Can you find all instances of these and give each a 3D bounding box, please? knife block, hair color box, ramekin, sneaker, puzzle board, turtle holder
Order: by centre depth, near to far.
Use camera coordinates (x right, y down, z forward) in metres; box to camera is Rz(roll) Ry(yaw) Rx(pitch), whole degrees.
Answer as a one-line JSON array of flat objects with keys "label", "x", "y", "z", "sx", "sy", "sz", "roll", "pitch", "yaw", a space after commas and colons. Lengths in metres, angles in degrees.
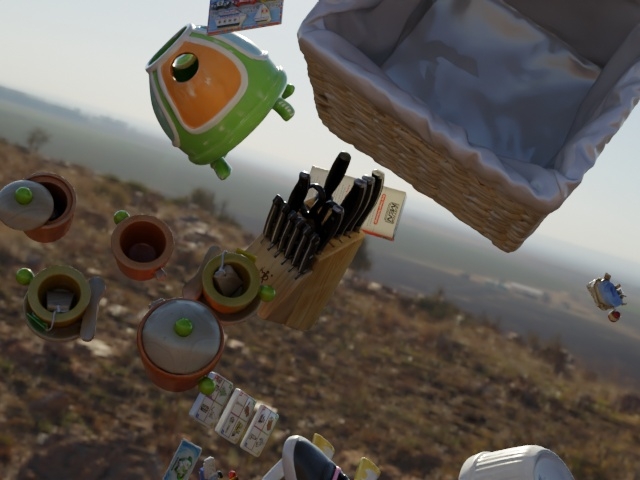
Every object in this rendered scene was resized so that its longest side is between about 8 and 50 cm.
[{"label": "knife block", "x": 0.000, "y": 0.000, "z": 1.359, "sx": 0.088, "sy": 0.242, "sz": 0.275, "roll": 47, "pitch": 4, "yaw": 18}, {"label": "ramekin", "x": 0.292, "y": 0.387, "z": 1.429, "sx": 0.109, "sy": 0.207, "sz": 0.207, "roll": -27, "pitch": -21, "yaw": 30}, {"label": "hair color box", "x": 0.047, "y": -0.053, "z": 1.462, "sx": 0.141, "sy": 0.072, "sz": 0.043, "roll": 17, "pitch": -5, "yaw": 10}, {"label": "sneaker", "x": 0.066, "y": 0.384, "z": 1.473, "sx": 0.146, "sy": 0.296, "sz": 0.104, "roll": -18, "pitch": 24, "yaw": 31}, {"label": "puzzle board", "x": -0.109, "y": -0.351, "z": 1.483, "sx": 0.128, "sy": 0.096, "sz": 0.011, "roll": -2, "pitch": -15, "yaw": 29}, {"label": "turtle holder", "x": -0.186, "y": -0.282, "z": 1.840, "sx": 0.227, "sy": 0.243, "sz": 0.320, "roll": 44, "pitch": 32, "yaw": -18}]

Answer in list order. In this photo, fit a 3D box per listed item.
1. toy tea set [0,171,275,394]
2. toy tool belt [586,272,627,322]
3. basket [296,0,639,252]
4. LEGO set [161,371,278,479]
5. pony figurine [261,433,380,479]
[{"label": "toy tea set", "x": -0.223, "y": 0.036, "z": 1.154, "sx": 0.336, "sy": 0.200, "sz": 0.124, "roll": 23, "pitch": -28, "yaw": -1}, {"label": "toy tool belt", "x": 0.506, "y": 0.099, "z": 1.781, "sx": 0.052, "sy": 0.083, "sz": 0.051, "roll": -27, "pitch": -9, "yaw": -36}, {"label": "basket", "x": 0.195, "y": -0.206, "z": 1.143, "sx": 0.328, "sy": 0.331, "sz": 0.266, "roll": 36, "pitch": -12, "yaw": 12}, {"label": "LEGO set", "x": -0.179, "y": 0.344, "z": 1.586, "sx": 0.060, "sy": 0.244, "sz": 0.182, "roll": 11, "pitch": -22, "yaw": 40}, {"label": "pony figurine", "x": -0.013, "y": 0.548, "z": 1.770, "sx": 0.351, "sy": 0.363, "sz": 0.303, "roll": 34, "pitch": -24, "yaw": 23}]
